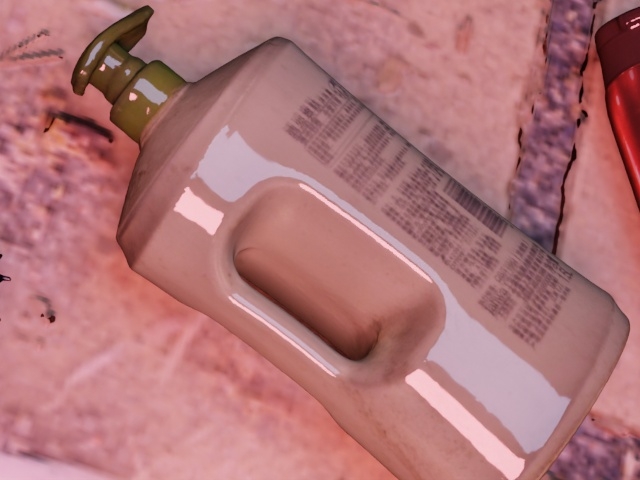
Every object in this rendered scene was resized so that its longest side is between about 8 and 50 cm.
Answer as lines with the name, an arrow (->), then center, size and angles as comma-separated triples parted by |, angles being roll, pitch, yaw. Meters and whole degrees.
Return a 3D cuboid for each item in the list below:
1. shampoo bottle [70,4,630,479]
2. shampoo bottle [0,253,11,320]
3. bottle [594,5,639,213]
shampoo bottle -> 0.000, 0.000, 0.767 | 0.234, 0.087, 0.118 | 39, 58, -2
shampoo bottle -> -0.204, 0.018, 0.695 | 0.183, 0.050, 0.087 | 6, 63, -20
bottle -> 0.164, -0.028, 0.867 | 0.060, 0.060, 0.164 | -7, 70, -25
